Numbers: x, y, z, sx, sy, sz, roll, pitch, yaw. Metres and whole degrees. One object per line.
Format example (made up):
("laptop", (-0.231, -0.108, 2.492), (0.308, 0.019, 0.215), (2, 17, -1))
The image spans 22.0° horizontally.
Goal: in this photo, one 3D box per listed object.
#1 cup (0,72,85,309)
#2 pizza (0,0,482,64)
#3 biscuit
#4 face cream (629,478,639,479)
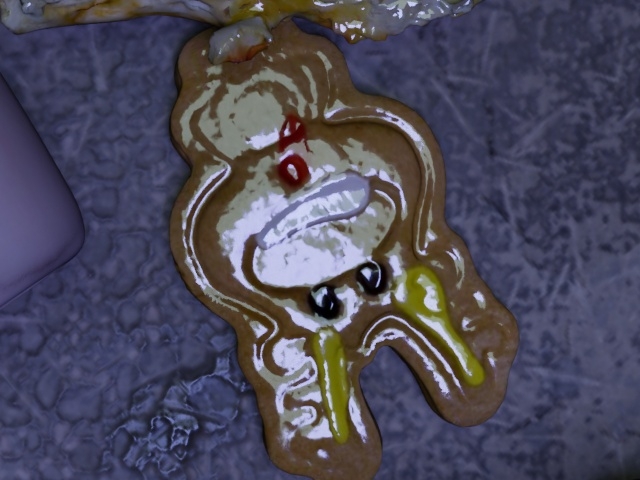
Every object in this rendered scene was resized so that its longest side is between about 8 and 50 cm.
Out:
("cup", (-0.275, -0.018, 0.935), (0.253, 0.191, 0.200), (-32, 94, 24))
("pizza", (-0.040, -0.187, 0.994), (0.296, 0.071, 0.189), (0, 62, -3))
("biscuit", (0.000, 0.000, 1.017), (0.186, 0.044, 0.295), (-29, 91, -8))
("face cream", (0.151, 0.269, 0.916), (0.249, 0.249, 0.225), (-19, 90, -6))
